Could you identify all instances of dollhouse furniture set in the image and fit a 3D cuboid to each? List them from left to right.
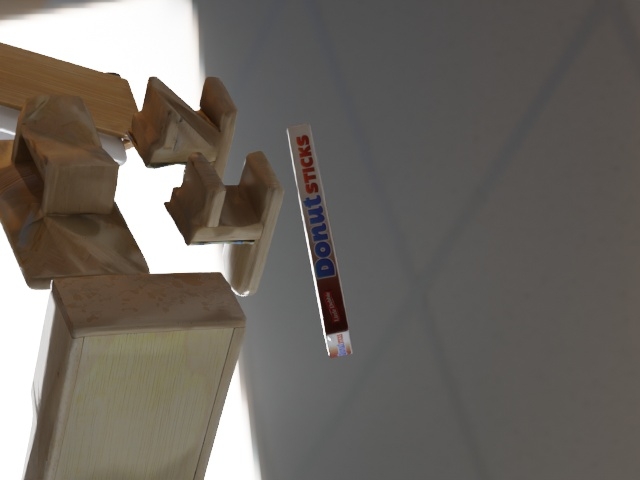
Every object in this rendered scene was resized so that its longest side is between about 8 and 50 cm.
[{"bbox_3d":[-0.228,0.052,1.800,0.394,0.362,0.256,59,-38,45],"label":"dollhouse furniture set"}]

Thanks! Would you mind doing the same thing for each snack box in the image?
[{"bbox_3d":[0.000,0.000,1.550,0.064,0.022,0.178,81,-1,-70],"label":"snack box"}]

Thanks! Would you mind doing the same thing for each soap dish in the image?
[{"bbox_3d":[-0.389,-0.157,2.376,0.229,0.291,0.118,-16,-115,53],"label":"soap dish"}]
